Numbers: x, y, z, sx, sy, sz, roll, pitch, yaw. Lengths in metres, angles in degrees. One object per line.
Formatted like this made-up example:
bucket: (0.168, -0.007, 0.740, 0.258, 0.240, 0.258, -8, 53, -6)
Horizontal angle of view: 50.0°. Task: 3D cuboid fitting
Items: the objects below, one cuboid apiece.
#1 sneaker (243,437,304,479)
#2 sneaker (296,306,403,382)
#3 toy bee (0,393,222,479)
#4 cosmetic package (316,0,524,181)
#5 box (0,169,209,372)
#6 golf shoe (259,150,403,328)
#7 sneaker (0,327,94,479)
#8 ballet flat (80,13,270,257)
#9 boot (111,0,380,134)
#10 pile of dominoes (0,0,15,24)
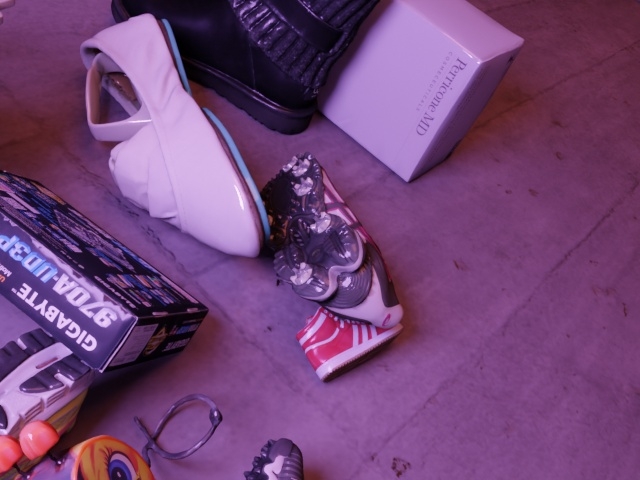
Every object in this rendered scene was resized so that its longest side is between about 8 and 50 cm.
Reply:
sneaker: (-0.024, 0.258, 0.482, 0.106, 0.078, 0.234, 21, 44, -13)
sneaker: (0.029, 0.093, 0.705, 0.118, 0.042, 0.067, -20, 63, -39)
toy bee: (-0.147, 0.194, 0.416, 0.162, 0.195, 0.298, 53, -4, -37)
cosmetic package: (0.066, -0.294, 0.998, 0.385, 0.217, 0.156, 41, 41, 18)
box: (-0.213, 0.015, 0.568, 0.220, 0.051, 0.175, 35, 1, 8)
golf shoe: (0.000, 0.000, 0.745, 0.120, 0.105, 0.273, 40, 14, -32)
sneaker: (-0.234, 0.142, 0.460, 0.081, 0.094, 0.208, 30, 30, 21)
ballet flat: (-0.180, -0.113, 0.755, 0.139, 0.139, 0.400, -3, 45, -31)
boot: (-0.100, -0.331, 0.902, 0.348, 0.260, 0.131, 31, 41, 3)
pile of dominoes: (-0.346, -0.202, 0.512, 0.196, 0.040, 0.251, 18, 42, -12)
